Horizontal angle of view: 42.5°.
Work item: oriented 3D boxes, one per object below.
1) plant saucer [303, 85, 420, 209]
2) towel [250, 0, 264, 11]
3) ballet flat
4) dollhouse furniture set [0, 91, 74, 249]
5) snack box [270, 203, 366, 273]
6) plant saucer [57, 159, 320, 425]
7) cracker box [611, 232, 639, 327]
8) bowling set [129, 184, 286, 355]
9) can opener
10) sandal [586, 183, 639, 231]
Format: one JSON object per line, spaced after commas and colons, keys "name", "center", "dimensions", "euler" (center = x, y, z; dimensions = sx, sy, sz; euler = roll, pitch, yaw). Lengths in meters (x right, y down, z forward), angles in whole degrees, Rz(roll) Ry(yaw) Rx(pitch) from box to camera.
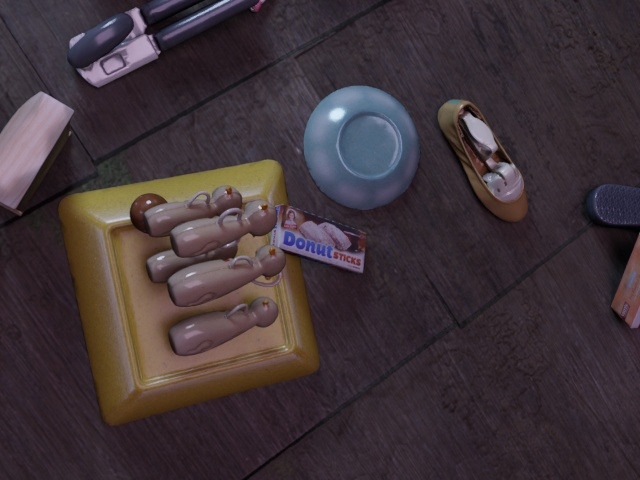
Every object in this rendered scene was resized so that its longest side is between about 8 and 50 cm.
{"name": "plant saucer", "center": [0.071, -0.146, 1.269], "dimensions": [0.194, 0.037, 0.195], "euler": [0, 89, -18]}
{"name": "towel", "center": [-0.101, -0.457, 1.223], "dimensions": [0.144, 0.029, 0.197], "euler": [34, 79, -15]}
{"name": "ballet flat", "center": [0.268, -0.124, 1.312], "dimensions": [0.080, 0.073, 0.232], "euler": [-41, 101, -14]}
{"name": "dollhouse furniture set", "center": [-0.497, -0.125, 1.004], "dimensions": [0.303, 0.198, 0.286], "euler": [30, 80, -14]}
{"name": "snack box", "center": [0.000, 0.000, 1.208], "dimensions": [0.178, 0.022, 0.064], "euler": [18, 74, -43]}
{"name": "plant saucer", "center": [-0.172, 0.069, 1.166], "dimensions": [0.332, 0.081, 0.333], "euler": [-12, 93, -18]}
{"name": "cracker box", "center": [0.627, 0.062, 1.391], "dimensions": [0.232, 0.067, 0.156], "euler": [-3, 124, -17]}
{"name": "bowling set", "center": [-0.143, -0.007, 1.049], "dimensions": [0.154, 0.287, 0.200], "euler": [-18, 61, -23]}
{"name": "can opener", "center": [-0.216, -0.302, 1.143], "dimensions": [0.283, 0.095, 0.076], "euler": [-28, 106, -6]}
{"name": "sandal", "center": [0.572, -0.046, 1.424], "dimensions": [0.254, 0.054, 0.097], "euler": [14, 76, -12]}
